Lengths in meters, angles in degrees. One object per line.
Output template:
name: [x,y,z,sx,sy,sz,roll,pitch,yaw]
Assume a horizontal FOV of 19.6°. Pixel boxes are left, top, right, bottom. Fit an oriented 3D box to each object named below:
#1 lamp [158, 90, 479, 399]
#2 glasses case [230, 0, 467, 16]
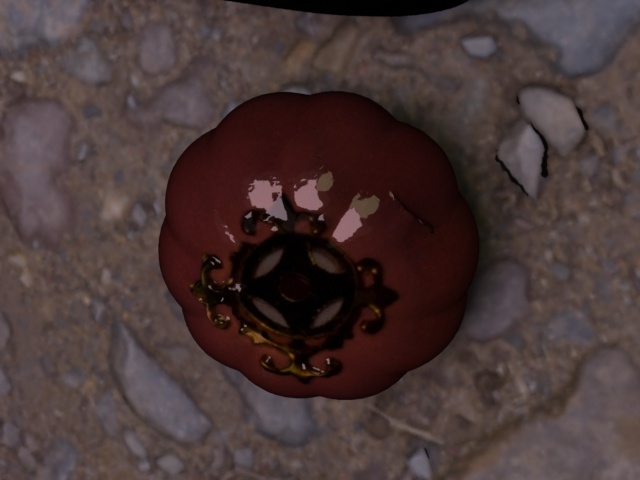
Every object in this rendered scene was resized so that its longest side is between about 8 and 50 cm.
lamp: [0.000,0.000,1.027,0.182,0.140,0.182,7,117,13]
glasses case: [-0.042,-0.166,1.031,0.267,0.103,0.067,11,103,21]
